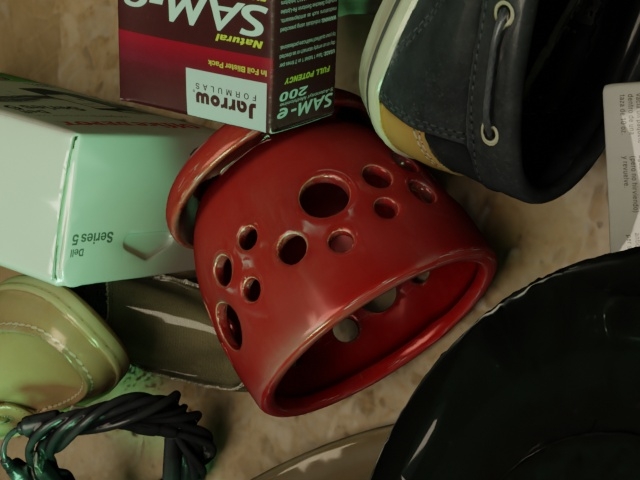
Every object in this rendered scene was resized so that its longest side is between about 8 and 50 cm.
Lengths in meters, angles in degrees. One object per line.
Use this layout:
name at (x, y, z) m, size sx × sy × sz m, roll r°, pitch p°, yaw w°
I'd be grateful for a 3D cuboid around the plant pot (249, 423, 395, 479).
plant pot at (0.035, 0.317, 0.883) m, size 0.323 × 0.323 × 0.280 m, roll -22°, pitch 99°, yaw 32°

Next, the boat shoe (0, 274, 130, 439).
boat shoe at (-0.272, 0.119, 1.083) m, size 0.122 × 0.110 × 0.341 m, roll 51°, pitch 144°, yaw -14°

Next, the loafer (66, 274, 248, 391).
loafer at (-0.137, 0.070, 1.066) m, size 0.251 × 0.087 × 0.094 m, roll 10°, pitch 100°, yaw 31°

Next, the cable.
cable at (-0.158, 0.171, 1.061) m, size 0.150 × 0.184 × 0.047 m, roll -26°, pitch 52°, yaw 6°

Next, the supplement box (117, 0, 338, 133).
supplement box at (-0.057, -0.197, 0.812) m, size 0.130 × 0.073 × 0.239 m, roll 15°, pitch 115°, yaw 32°

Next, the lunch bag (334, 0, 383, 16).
lunch bag at (-0.040, -0.302, 0.924) m, size 0.287 × 0.169 × 0.235 m, roll 24°, pitch 112°, yaw 35°

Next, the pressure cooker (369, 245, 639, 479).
pressure cooker at (0.263, 0.212, 0.655) m, size 0.370 × 0.420 × 0.376 m, roll -8°, pitch 72°, yaw 52°

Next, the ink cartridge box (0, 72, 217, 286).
ink cartridge box at (-0.234, -0.059, 1.048) m, size 0.272 × 0.198 × 0.115 m, roll 16°, pitch 102°, yaw 29°

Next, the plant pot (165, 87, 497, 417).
plant pot at (0.000, 0.000, 0.917) m, size 0.191 × 0.191 × 0.174 m, roll -42°, pitch 68°, yaw 28°

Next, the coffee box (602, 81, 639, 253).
coffee box at (0.325, -0.040, 0.722) m, size 0.297 × 0.168 × 0.119 m, roll -2°, pitch 94°, yaw 33°

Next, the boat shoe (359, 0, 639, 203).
boat shoe at (0.187, -0.242, 0.761) m, size 0.156 × 0.186 × 0.500 m, roll 44°, pitch 118°, yaw 40°
